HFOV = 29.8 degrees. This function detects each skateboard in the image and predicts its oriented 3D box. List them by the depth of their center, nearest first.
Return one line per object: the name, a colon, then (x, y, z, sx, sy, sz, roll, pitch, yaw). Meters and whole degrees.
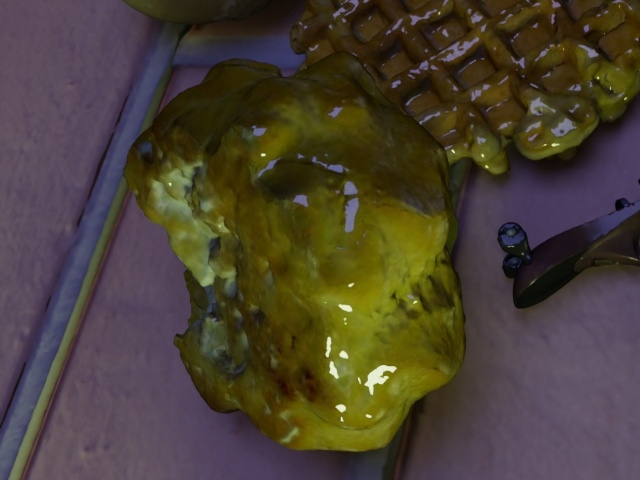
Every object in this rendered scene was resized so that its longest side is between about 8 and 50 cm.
skateboard: (0.198, 0.009, 0.811, 0.151, 0.067, 0.080, -23, 66, 3)

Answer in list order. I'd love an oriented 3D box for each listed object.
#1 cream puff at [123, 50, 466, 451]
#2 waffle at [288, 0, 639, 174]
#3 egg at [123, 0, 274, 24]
cream puff: (-0.001, -0.001, 0.807, 0.185, 0.281, 0.282, -24, 49, -33)
waffle: (0.127, -0.178, 0.935, 0.302, 0.068, 0.324, 9, 67, 25)
egg: (-0.095, -0.264, 1.011, 0.202, 0.164, 0.164, -14, 58, 8)
